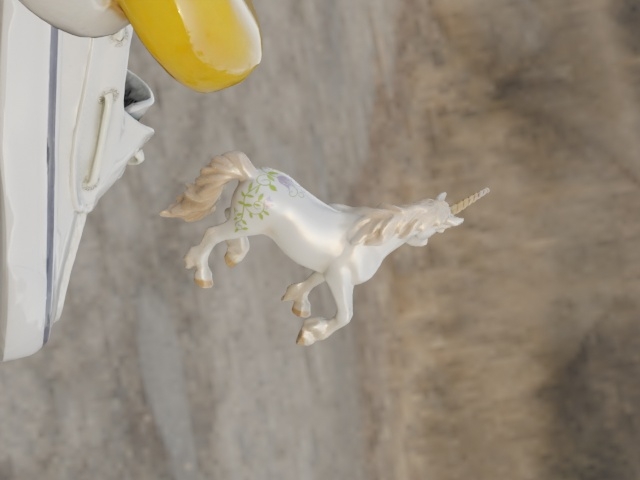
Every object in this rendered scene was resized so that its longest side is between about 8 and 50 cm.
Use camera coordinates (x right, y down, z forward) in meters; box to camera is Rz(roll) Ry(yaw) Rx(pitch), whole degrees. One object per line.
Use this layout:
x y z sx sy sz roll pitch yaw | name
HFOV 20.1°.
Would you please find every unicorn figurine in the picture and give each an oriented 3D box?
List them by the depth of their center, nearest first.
0.000 0.000 0.999 0.111 0.162 0.060 -55 -155 33 | unicorn figurine

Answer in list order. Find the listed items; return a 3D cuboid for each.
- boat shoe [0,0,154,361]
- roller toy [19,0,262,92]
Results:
-0.123 -0.061 0.858 0.096 0.088 0.267 46 -43 51 | boat shoe
-0.071 -0.168 0.575 0.209 0.146 0.191 57 10 -43 | roller toy
